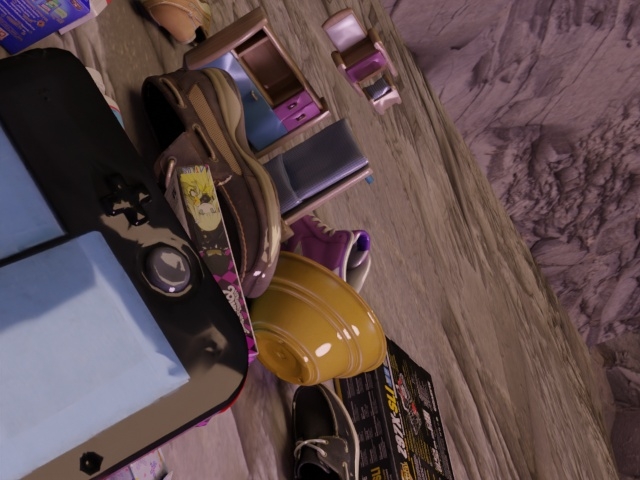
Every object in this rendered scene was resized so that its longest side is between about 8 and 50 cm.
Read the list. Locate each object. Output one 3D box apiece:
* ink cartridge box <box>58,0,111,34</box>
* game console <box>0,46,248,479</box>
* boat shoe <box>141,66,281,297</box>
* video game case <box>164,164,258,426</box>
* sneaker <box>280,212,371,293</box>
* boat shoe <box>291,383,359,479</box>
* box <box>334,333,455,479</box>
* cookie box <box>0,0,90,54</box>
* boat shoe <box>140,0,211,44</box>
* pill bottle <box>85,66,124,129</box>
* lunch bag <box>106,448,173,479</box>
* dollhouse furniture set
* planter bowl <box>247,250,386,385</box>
[{"bbox_3d":[-0.314,-0.331,1.452,0.135,0.056,0.099,60,19,-21],"label":"ink cartridge box"},{"bbox_3d":[-0.254,0.034,0.885,0.387,0.060,0.342,-25,86,-46],"label":"game console"},{"bbox_3d":[-0.150,-0.073,1.504,0.130,0.132,0.355,0,48,-26],"label":"boat shoe"},{"bbox_3d":[-0.135,0.066,1.262,0.232,0.042,0.210,124,-46,-58],"label":"video game case"},{"bbox_3d":[0.001,0.001,1.761,0.102,0.161,0.282,47,25,-41],"label":"sneaker"},{"bbox_3d":[0.002,0.281,1.541,0.079,0.084,0.233,48,27,-53],"label":"boat shoe"},{"bbox_3d":[0.120,0.309,1.848,0.257,0.079,0.322,41,31,-49],"label":"box"},{"bbox_3d":[-0.315,-0.260,1.282,0.092,0.107,0.040,47,25,-47],"label":"cookie box"},{"bbox_3d":[-0.201,-0.321,1.750,0.190,0.068,0.072,-2,81,-71],"label":"boat shoe"},{"bbox_3d":[-0.252,-0.103,1.299,0.087,0.087,0.160,26,45,-63],"label":"pill bottle"},{"bbox_3d":[-0.177,0.231,1.159,0.071,0.053,0.083,-38,112,-70],"label":"lunch bag"},{"bbox_3d":[-0.028,-0.185,1.705,0.198,0.286,0.303,52,11,-36],"label":"dollhouse furniture set"},{"bbox_3d":[-0.029,0.123,1.561,0.090,0.217,0.217,-50,120,-33],"label":"planter bowl"}]
